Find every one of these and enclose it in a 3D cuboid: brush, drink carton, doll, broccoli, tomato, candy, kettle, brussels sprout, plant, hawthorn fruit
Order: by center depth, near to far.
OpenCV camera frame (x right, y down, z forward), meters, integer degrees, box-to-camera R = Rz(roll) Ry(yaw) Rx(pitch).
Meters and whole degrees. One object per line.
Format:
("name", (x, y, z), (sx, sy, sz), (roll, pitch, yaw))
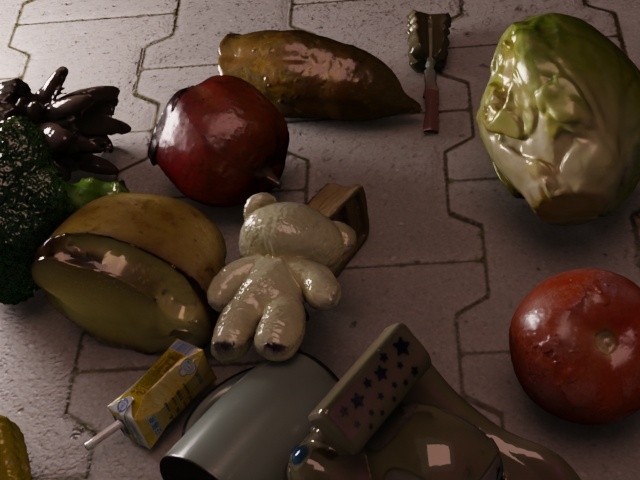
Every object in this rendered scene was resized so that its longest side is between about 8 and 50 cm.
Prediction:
("kettle", (-0.093, 0.254, 1.496), (0.221, 0.161, 0.236), (8, 43, 43))
("candy", (-0.431, 0.335, 1.504), (0.106, 0.094, 0.198), (7, 43, -37))
("tomato", (0.354, 0.142, 1.510), (0.208, 0.184, 0.208), (1, 81, -4))
("doll", (-0.063, 0.070, 1.575), (0.175, 0.149, 0.278), (22, 46, 0))
("drink carton", (-0.238, 0.230, 1.583), (0.075, 0.084, 0.200), (18, 52, 37))
("brussels sprout", (0.367, -0.182, 1.747), (0.268, 0.344, 0.344), (-26, 33, 38))
("broccoli", (-0.459, -0.041, 1.783), (0.297, 0.297, 0.297), (6, 36, -35))
("hawthorn fruit", (-0.149, -0.155, 1.857), (0.215, 0.215, 0.250), (-36, 51, -24))
("plant", (-0.499, -0.177, 1.956), (0.321, 0.194, 0.181), (-4, 59, 11))
("brush", (0.197, -0.309, 2.050), (0.084, 0.071, 0.301), (1, 52, 4))

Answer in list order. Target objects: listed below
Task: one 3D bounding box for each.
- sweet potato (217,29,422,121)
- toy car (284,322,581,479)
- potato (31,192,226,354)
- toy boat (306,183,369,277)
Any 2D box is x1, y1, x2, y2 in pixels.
("sweet potato", (-0.001, -0.289, 1.997), (0.370, 0.157, 0.157), (8, 48, 17))
("toy car", (0.147, 0.285, 1.333), (0.336, 0.226, 0.242), (38, 59, 12))
("potato", (-0.259, 0.030, 1.693), (0.286, 0.242, 0.242), (11, 49, 9))
("toy boat", (0.000, 0.000, 1.746), (0.061, 0.116, 0.188), (18, 49, 29))
